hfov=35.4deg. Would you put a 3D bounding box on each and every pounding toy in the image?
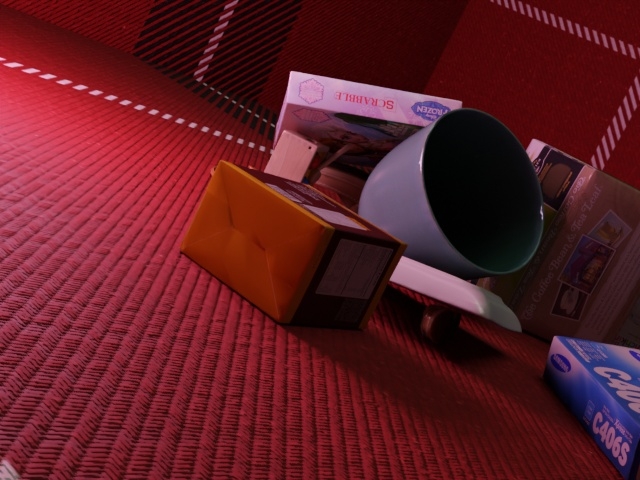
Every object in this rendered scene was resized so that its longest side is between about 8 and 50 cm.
[{"bbox_3d":[-0.027,-0.142,1.870,0.100,0.130,0.141,28,10,10],"label":"pounding toy"}]

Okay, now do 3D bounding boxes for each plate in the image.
[{"bbox_3d":[0.160,0.064,1.513,0.277,0.045,0.278,22,-1,23],"label":"plate"}]

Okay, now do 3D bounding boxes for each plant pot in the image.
[{"bbox_3d":[0.208,-0.056,1.770,0.293,0.293,0.235,20,-26,-32],"label":"plant pot"}]

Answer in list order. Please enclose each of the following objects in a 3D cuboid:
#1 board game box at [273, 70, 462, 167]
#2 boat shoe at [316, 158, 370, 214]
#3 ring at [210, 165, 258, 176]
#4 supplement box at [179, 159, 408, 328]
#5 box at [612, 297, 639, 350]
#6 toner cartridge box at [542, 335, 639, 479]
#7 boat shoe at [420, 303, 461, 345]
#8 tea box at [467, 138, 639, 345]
[{"bbox_3d":[0.079,-0.218,1.938,0.318,0.065,0.318,9,-12,-5],"label":"board game box"},{"bbox_3d":[0.108,-0.067,2.056,0.341,0.110,0.121,24,12,-14],"label":"boat shoe"},{"bbox_3d":[-0.052,-0.073,1.917,0.337,0.032,0.336,26,10,-5],"label":"ring"},{"bbox_3d":[-0.033,0.008,1.279,0.191,0.129,0.194,33,12,33],"label":"supplement box"},{"bbox_3d":[0.612,0.114,2.064,0.127,0.231,0.262,24,10,-11],"label":"box"},{"bbox_3d":[0.444,0.234,1.391,0.165,0.075,0.348,11,13,-8],"label":"toner cartridge box"},{"bbox_3d":[0.166,0.117,1.455,0.048,0.056,0.153,20,6,19],"label":"boat shoe"},{"bbox_3d":[0.483,0.011,1.982,0.220,0.329,0.323,24,12,-14],"label":"tea box"}]
